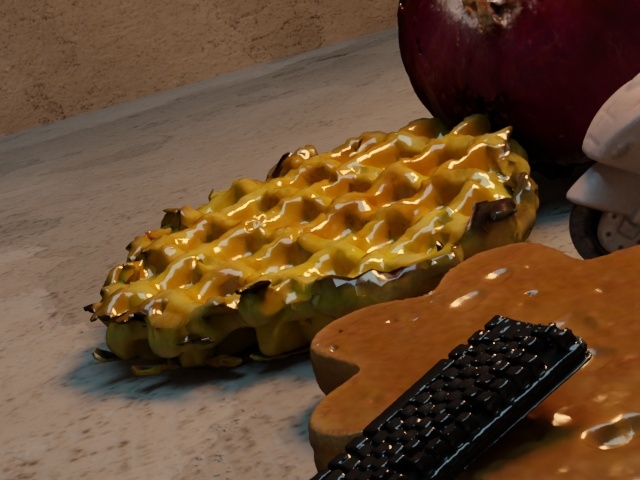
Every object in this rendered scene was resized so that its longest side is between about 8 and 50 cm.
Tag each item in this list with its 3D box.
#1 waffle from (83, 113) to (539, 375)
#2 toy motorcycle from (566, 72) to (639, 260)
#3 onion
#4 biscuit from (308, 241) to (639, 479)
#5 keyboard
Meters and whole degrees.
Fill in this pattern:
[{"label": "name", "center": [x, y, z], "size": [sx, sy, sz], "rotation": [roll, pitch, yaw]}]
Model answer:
[{"label": "waffle", "center": [0.000, 0.000, 1.060], "size": [0.380, 0.095, 0.382], "rotation": [-11, 17, 16]}, {"label": "toy motorcycle", "center": [0.295, -0.078, 0.907], "size": [0.260, 0.170, 0.110], "rotation": [-17, 16, 1]}, {"label": "onion", "center": [0.271, -0.215, 1.253], "size": [0.348, 0.347, 0.385], "rotation": [-4, -19, 36]}, {"label": "biscuit", "center": [0.133, 0.077, 0.707], "size": [0.275, 0.052, 0.355], "rotation": [-25, 19, -21]}, {"label": "keyboard", "center": [0.027, 0.111, 0.604], "size": [0.231, 0.023, 0.072], "rotation": [-39, 23, -17]}]
